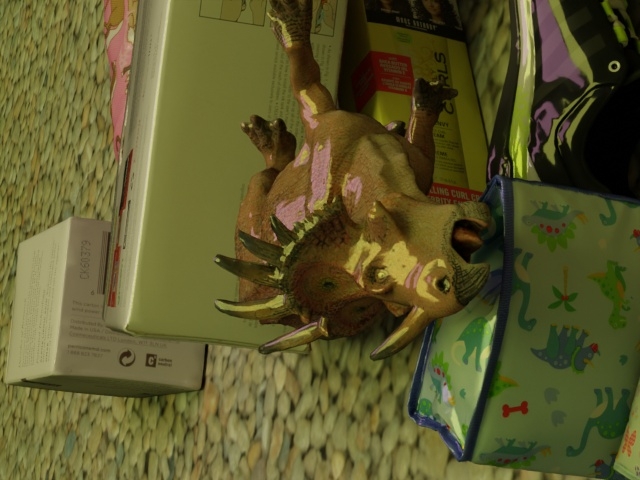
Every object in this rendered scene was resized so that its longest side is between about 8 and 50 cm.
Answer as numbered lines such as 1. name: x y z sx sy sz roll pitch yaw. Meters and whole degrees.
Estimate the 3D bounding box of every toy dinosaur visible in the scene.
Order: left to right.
1. toy dinosaur: 0.000 0.000 0.946 0.295 0.127 0.200 120 162 -65

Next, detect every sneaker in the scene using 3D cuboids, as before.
1. sneaker: 0.166 -0.108 0.974 0.097 0.084 0.234 3 84 42

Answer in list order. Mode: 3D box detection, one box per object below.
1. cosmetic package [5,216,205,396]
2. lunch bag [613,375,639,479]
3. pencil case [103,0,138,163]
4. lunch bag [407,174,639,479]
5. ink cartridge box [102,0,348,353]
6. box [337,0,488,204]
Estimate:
1. cosmetic package: -0.210 0.071 1.632 0.184 0.151 0.151 161 115 -65
2. lunch bag: 0.192 0.099 0.839 0.083 0.053 0.071 -151 74 -75
3. pencil case: -0.108 -0.177 1.474 0.160 0.167 0.386 97 169 -59
4. lunch bag: 0.131 0.045 0.901 0.096 0.129 0.151 -142 63 -63
5. ink cartridge box: -0.076 -0.080 1.216 0.272 0.130 0.309 173 104 -78
6. box: 0.062 -0.088 1.160 0.058 0.087 0.232 128 145 -47
